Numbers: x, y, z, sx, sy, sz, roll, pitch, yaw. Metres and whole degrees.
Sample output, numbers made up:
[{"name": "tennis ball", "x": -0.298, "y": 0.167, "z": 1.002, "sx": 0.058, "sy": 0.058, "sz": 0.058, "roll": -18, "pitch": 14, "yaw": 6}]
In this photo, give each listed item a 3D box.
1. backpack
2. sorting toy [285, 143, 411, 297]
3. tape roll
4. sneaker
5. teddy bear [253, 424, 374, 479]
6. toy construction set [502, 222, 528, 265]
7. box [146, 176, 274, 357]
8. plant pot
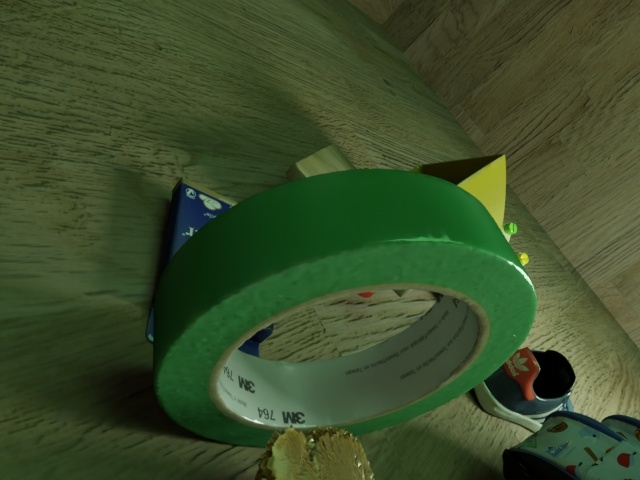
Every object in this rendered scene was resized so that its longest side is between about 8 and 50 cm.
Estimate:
[{"name": "backpack", "x": 0.387, "y": 0.355, "z": 0.672, "sx": 0.213, "sy": 0.264, "sz": 0.276, "roll": -28, "pitch": 119, "yaw": -30}, {"name": "sorting toy", "x": 0.050, "y": -0.029, "z": 0.875, "sx": 0.257, "sy": 0.089, "sz": 0.255, "roll": 47, "pitch": 22, "yaw": -3}, {"name": "tape roll", "x": 0.021, "y": 0.083, "z": 0.451, "sx": 0.321, "sy": 0.321, "sz": 0.077, "roll": 26, "pitch": 35, "yaw": -37}, {"name": "sneaker", "x": 0.442, "y": 0.288, "z": 0.990, "sx": 0.350, "sy": 0.148, "sz": 0.131, "roll": 23, "pitch": 37, "yaw": -41}, {"name": "teddy bear", "x": -0.006, "y": 0.318, "z": 0.370, "sx": 0.245, "sy": 0.113, "sz": 0.337, "roll": 1, "pitch": 60, "yaw": -46}, {"name": "toy construction set", "x": 0.386, "y": 0.014, "z": 1.291, "sx": 0.328, "sy": 0.151, "sz": 0.214, "roll": 6, "pitch": 74, "yaw": -43}, {"name": "box", "x": -0.120, "y": 0.033, "z": 0.600, "sx": 0.137, "sy": 0.036, "sz": 0.225, "roll": 25, "pitch": 40, "yaw": -29}, {"name": "plant pot", "x": 0.255, "y": -0.047, "z": 1.041, "sx": 0.212, "sy": 0.212, "sz": 0.187, "roll": -31, "pitch": 109, "yaw": -39}]
